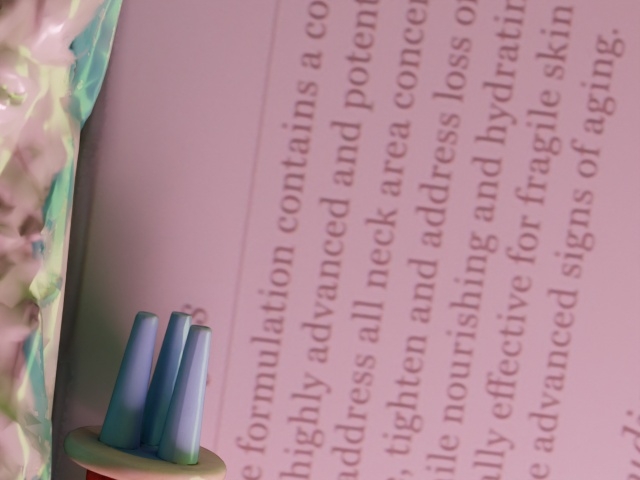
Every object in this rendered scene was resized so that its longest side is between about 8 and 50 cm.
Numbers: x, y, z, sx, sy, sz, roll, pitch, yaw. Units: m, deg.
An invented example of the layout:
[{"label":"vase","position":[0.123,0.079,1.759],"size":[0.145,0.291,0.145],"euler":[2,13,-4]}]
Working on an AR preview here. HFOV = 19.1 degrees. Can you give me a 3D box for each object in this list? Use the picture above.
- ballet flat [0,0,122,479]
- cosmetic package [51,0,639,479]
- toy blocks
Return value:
[{"label":"ballet flat","position":[-0.133,0.015,0.562],"size":[0.147,0.147,0.408],"euler":[61,37,-85]},{"label":"cosmetic package","position":[0.093,0.011,0.798],"size":[0.327,0.394,0.329],"euler":[-130,-132,-82]},{"label":"toy blocks","position":[-0.053,0.101,0.569],"size":[0.123,0.054,0.148],"euler":[-144,-115,-75]}]
